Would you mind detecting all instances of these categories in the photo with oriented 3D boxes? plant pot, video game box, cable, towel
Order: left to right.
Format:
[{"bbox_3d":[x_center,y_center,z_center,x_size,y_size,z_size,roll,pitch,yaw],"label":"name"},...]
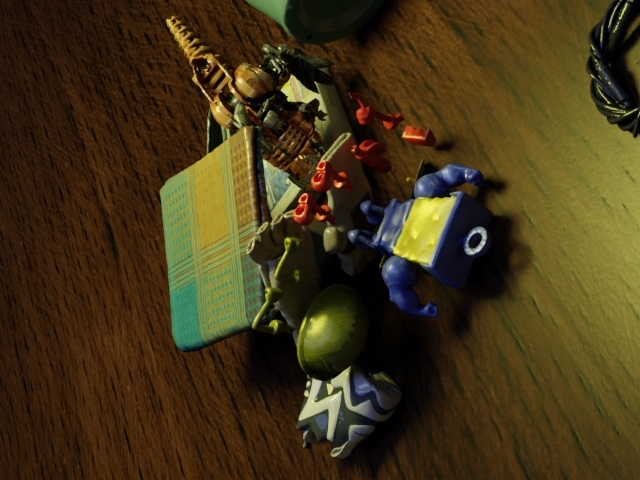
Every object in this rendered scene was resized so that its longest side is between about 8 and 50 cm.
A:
[{"bbox_3d":[-0.147,0.009,1.872,0.370,0.040,0.271,155,111,-63],"label":"towel"},{"bbox_3d":[-0.031,-0.151,2.034,0.187,0.048,0.205,-50,40,30],"label":"video game box"},{"bbox_3d":[-0.029,-0.441,1.959,0.271,0.272,0.255,-53,52,33],"label":"plant pot"},{"bbox_3d":[0.346,-0.203,1.454,0.151,0.047,0.184,-5,75,57],"label":"cable"}]

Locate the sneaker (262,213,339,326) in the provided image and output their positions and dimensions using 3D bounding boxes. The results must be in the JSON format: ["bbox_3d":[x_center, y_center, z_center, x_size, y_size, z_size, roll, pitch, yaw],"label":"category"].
[{"bbox_3d":[-0.113,0.073,1.961,0.350,0.131,0.148,-29,30,51],"label":"sneaker"}]

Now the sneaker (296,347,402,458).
[{"bbox_3d":[0.005,0.202,1.790,0.153,0.094,0.235,-57,46,14],"label":"sneaker"}]

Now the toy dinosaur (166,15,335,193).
[{"bbox_3d":[-0.085,-0.205,1.880,0.164,0.218,0.322,-25,95,24],"label":"toy dinosaur"}]

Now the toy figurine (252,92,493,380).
[{"bbox_3d":[0.102,0.006,1.621,0.217,0.191,0.362,10,69,43],"label":"toy figurine"}]

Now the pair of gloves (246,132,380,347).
[{"bbox_3d":[0.000,0.000,1.726,0.042,0.204,0.240,13,53,33],"label":"pair of gloves"}]

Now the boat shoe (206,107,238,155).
[{"bbox_3d":[-0.153,-0.080,2.142,0.113,0.105,0.306,-16,64,55],"label":"boat shoe"}]
